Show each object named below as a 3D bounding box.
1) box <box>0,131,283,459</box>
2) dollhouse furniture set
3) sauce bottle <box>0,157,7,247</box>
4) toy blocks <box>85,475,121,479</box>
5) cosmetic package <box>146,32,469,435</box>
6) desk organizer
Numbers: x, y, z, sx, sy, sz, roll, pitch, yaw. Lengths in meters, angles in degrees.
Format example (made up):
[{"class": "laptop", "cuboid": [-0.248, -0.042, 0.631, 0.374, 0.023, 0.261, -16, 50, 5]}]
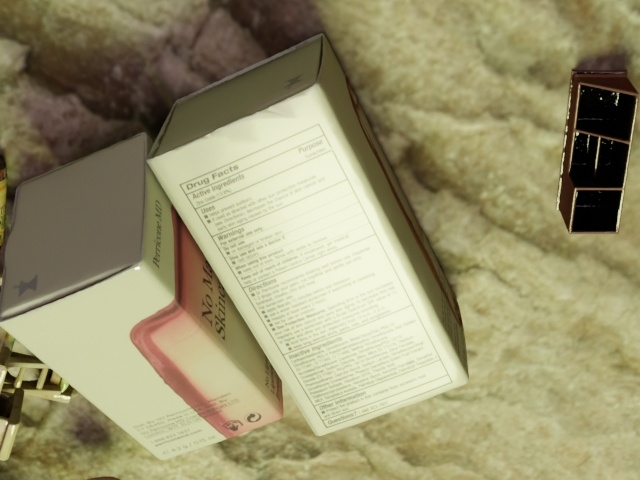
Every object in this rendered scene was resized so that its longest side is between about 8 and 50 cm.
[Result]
[{"class": "box", "cuboid": [-0.138, 0.053, 0.838, 0.127, 0.149, 0.232, -21, 136, 14]}, {"class": "dollhouse furniture set", "cuboid": [-0.233, 0.071, 0.873, 0.101, 0.161, 0.182, 16, 110, -17]}, {"class": "sauce bottle", "cuboid": [-0.302, -0.013, 0.906, 0.042, 0.042, 0.128, 9, 121, -3]}, {"class": "toy blocks", "cuboid": [-0.371, 0.292, 0.960, 0.288, 0.260, 0.309, 36, 88, -13]}, {"class": "cosmetic package", "cuboid": [0.000, 0.000, 0.854, 0.153, 0.129, 0.296, -21, 117, 14]}, {"class": "desk organizer", "cuboid": [0.232, -0.072, 0.851, 0.047, 0.050, 0.130, 0, 119, 1]}]
